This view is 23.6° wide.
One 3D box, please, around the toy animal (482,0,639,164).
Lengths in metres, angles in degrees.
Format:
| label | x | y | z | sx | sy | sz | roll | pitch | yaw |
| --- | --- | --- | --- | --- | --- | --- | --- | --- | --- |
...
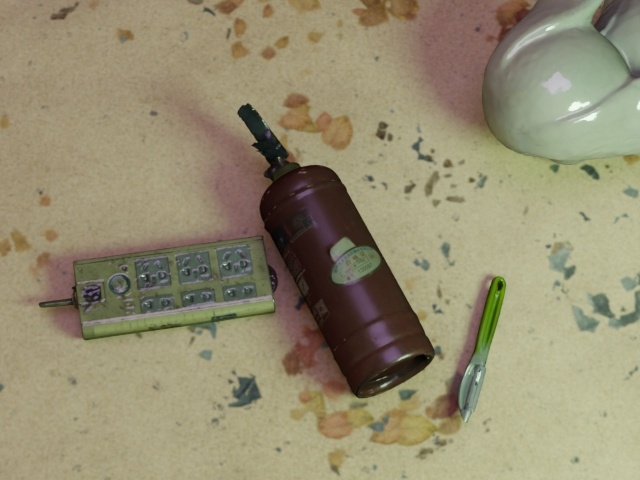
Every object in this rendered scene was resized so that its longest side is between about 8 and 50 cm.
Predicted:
| label | x | y | z | sx | sy | sz | roll | pitch | yaw |
| --- | --- | --- | --- | --- | --- | --- | --- | --- | --- |
| toy animal | 0.333 | -0.188 | 1.768 | 0.249 | 0.174 | 0.289 | 34 | 68 | 13 |

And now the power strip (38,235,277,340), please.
| label | x | y | z | sx | sy | sz | roll | pitch | yaw |
| --- | --- | --- | --- | --- | --- | --- | --- | --- | --- |
| power strip | -0.180 | 0.054 | 1.712 | 0.268 | 0.034 | 0.092 | -8 | 67 | -6 |

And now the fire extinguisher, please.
| label | x | y | z | sx | sy | sz | roll | pitch | yaw |
| --- | --- | --- | --- | --- | --- | --- | --- | --- | --- |
| fire extinguisher | 0.000 | 0.000 | 1.690 | 0.102 | 0.138 | 0.344 | -32 | 71 | 10 |

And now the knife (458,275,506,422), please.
| label | x | y | z | sx | sy | sz | roll | pitch | yaw |
| --- | --- | --- | --- | --- | --- | --- | --- | --- | --- |
| knife | 0.179 | 0.121 | 1.708 | 0.022 | 0.026 | 0.184 | 35 | 60 | -31 |
